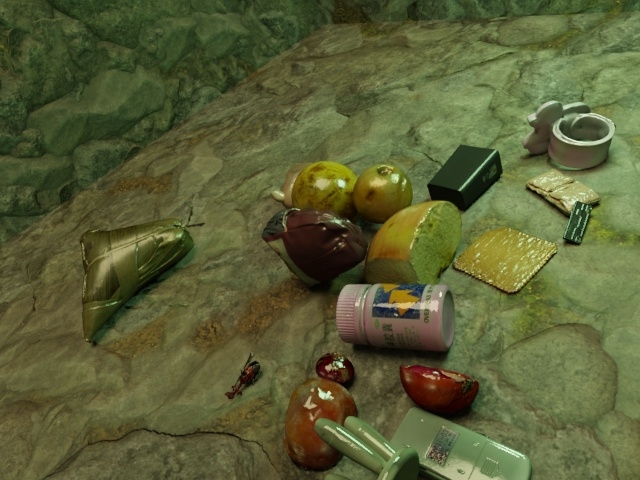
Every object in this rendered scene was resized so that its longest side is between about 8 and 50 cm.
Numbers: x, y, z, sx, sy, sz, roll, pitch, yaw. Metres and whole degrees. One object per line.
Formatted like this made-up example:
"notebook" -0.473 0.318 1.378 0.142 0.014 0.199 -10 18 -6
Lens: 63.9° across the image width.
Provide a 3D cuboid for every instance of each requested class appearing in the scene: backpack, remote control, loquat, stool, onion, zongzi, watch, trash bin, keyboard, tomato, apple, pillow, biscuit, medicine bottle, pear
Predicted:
"backpack" 0.000 0.000 1.612 0.317 0.283 0.197 -20 33 49
"remote control" 0.302 0.473 1.122 0.297 0.056 0.140 14 50 37
"loquat" 0.206 -0.153 1.727 0.213 0.213 0.213 -15 38 12
"stool" 0.082 0.490 1.084 0.199 0.195 0.195 19 85 34
"onion" 0.038 0.350 1.386 0.107 0.097 0.107 7 11 -1
"zongzi" -0.665 0.140 2.002 0.501 0.218 0.466 -12 62 -5
"watch" 0.857 -0.357 1.752 0.249 0.210 0.217 -15 46 -2
"trash bin" 0.509 -0.225 1.825 0.225 0.115 0.165 -44 41 -22
"keyboard" 0.768 -0.054 1.532 0.053 0.010 0.155 25 63 17
"tomato" 0.276 0.358 1.229 0.173 0.189 0.099 3 79 46
"tomato" -0.013 0.431 1.267 0.181 0.155 0.214 -3 40 19
"apple" 0.298 0.015 1.591 0.252 0.314 0.309 33 61 -1
"pillow" 0.782 -0.164 1.666 0.126 0.043 0.232 -21 34 -5
"biscuit" 0.554 0.047 1.548 0.237 0.013 0.232 -38 39 -20
"medicine bottle" 0.206 0.205 1.401 0.291 0.178 0.178 -1 42 26
"pear" 0.030 -0.159 1.874 0.281 0.280 0.280 -15 38 12

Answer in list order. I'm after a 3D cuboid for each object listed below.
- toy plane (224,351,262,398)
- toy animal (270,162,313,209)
"toy plane" -0.220 0.399 1.488 0.037 0.060 0.145 23 72 44
"toy animal" -0.079 -0.220 2.095 0.167 0.154 0.250 3 46 19
